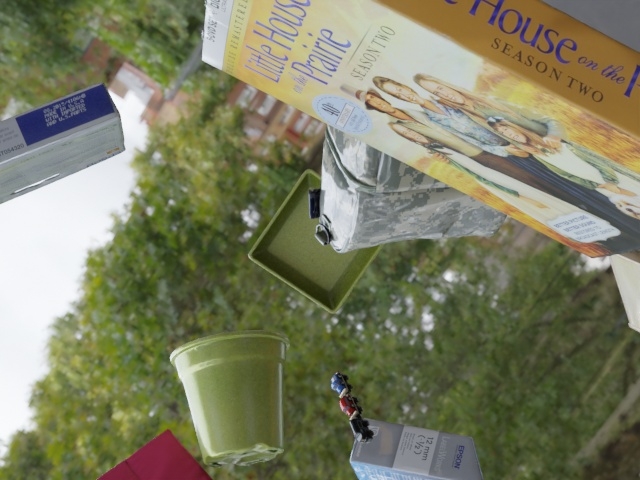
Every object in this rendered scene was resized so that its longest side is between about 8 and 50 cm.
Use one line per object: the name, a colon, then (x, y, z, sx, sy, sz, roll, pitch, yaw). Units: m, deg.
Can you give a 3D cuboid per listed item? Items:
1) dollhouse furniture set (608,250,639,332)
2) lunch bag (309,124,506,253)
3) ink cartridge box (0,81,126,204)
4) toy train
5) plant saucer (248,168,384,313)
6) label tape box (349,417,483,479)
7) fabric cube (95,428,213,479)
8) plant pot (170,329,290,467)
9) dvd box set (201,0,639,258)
dollhouse furniture set: (0.624, 0.041, 1.587, 0.161, 0.242, 0.212, 67, 170, -20)
lunch bag: (0.148, -0.107, 1.464, 0.305, 0.256, 0.212, -5, -146, -17)
ink cartridge box: (-0.464, -0.128, 1.468, 0.071, 0.324, 0.330, 66, 169, -2)
toy train: (0.052, 0.294, 1.696, 0.036, 0.027, 0.158, 7, -143, -30)
plant saucer: (0.000, 0.000, 1.672, 0.188, 0.188, 0.045, 34, -177, -8)
label tape box: (0.260, 0.496, 1.970, 0.347, 0.115, 0.249, 4, 143, 21)
fabric cube: (-0.346, 0.645, 2.164, 0.258, 0.259, 0.254, 36, 152, 43)
plant pot: (-0.187, 0.366, 2.144, 0.276, 0.276, 0.254, 21, -128, -50)
dvd box set: (0.109, -0.114, 0.752, 0.420, 0.062, 0.307, 26, 170, -6)
